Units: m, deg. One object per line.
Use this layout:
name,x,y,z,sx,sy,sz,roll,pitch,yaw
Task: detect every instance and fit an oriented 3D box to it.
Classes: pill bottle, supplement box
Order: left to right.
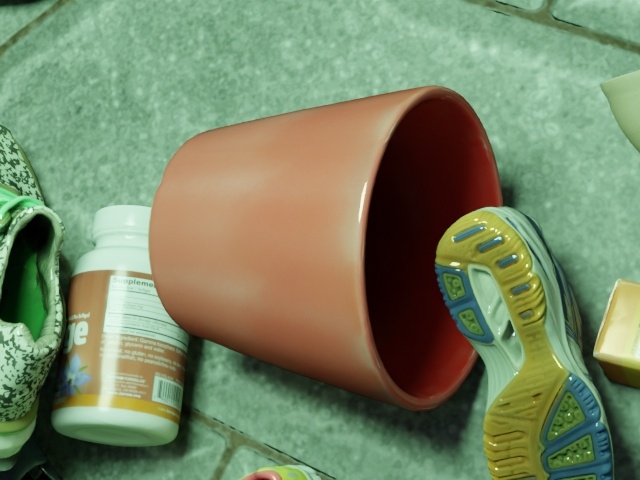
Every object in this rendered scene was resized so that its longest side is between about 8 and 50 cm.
pill bottle,-0.186,0.082,1.360,0.121,0.121,0.216,-3,70,20
supplement box,0.352,0.101,1.175,0.233,0.078,0.080,16,75,24

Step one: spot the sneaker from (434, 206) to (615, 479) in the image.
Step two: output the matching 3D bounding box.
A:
sneaker,0.195,0.110,1.209,0.112,0.131,0.296,-13,93,28

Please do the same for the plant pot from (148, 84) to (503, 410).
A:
plant pot,0.000,0.000,1.257,0.243,0.275,0.275,4,72,32

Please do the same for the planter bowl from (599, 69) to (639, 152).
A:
planter bowl,0.335,-0.110,1.228,0.162,0.162,0.109,-17,93,14

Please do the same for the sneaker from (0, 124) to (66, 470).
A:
sneaker,-0.289,0.013,1.347,0.182,0.158,0.410,-43,40,29

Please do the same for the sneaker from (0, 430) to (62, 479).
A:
sneaker,-0.324,0.195,1.384,0.131,0.148,0.350,-55,30,41

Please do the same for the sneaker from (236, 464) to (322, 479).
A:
sneaker,-0.096,0.268,1.272,0.208,0.094,0.081,-43,64,3
